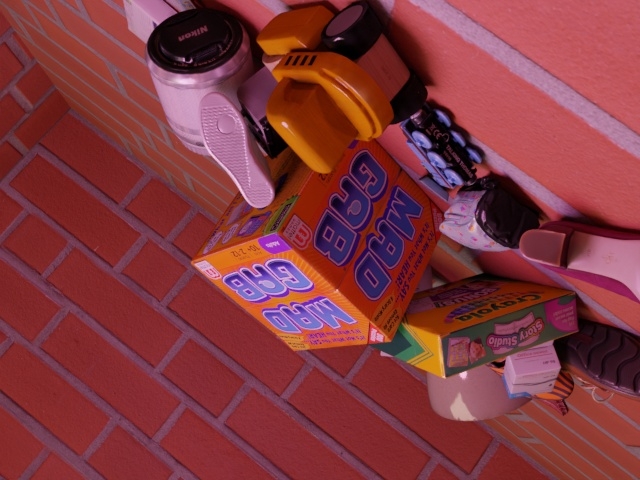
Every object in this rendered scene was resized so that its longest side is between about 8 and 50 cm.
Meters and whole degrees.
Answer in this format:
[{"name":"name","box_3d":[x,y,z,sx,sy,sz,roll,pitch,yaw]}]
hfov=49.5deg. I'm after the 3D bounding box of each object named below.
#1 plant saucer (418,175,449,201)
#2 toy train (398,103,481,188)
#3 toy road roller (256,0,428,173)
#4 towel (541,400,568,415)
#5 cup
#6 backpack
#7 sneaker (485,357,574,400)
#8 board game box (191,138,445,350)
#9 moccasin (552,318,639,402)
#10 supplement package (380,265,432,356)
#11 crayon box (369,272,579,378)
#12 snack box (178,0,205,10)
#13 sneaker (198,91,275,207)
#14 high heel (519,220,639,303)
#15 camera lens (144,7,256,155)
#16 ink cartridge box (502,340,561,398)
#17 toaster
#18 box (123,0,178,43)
[{"name":"plant saucer","box_3d":[0.233,-0.109,1.421,0.067,0.018,0.192,38,-170,2]},{"name":"toy train","box_3d":[0.214,-0.171,1.268,0.184,0.080,0.105,44,172,-25]},{"name":"toy road roller","box_3d":[-0.006,-0.255,1.201,0.202,0.240,0.330,47,165,-33]},{"name":"towel","box_3d":[0.709,0.482,2.310,0.199,0.031,0.275,28,164,43]},{"name":"cup","box_3d":[0.433,0.314,1.952,0.331,0.331,0.236,9,121,66]},{"name":"backpack","box_3d":[0.315,-0.044,1.348,0.152,0.115,0.182,40,170,-19]},{"name":"sneaker","box_3d":[0.481,0.305,1.718,0.321,0.124,0.180,26,176,11]},{"name":"board game box","box_3d":[0.000,0.000,1.602,0.356,0.356,0.356,44,147,-23]},{"name":"moccasin","box_3d":[0.617,0.272,1.563,0.147,0.139,0.380,43,167,-25]},{"name":"supplement package","box_3d":[0.245,0.196,1.974,0.134,0.244,0.139,6,137,-1]},{"name":"crayon box","box_3d":[0.332,0.178,1.570,0.313,0.363,0.106,9,111,64]},{"name":"snack box","box_3d":[-0.254,-0.486,1.580,0.064,0.022,0.178,27,164,46]},{"name":"sneaker","box_3d":[-0.180,-0.199,1.457,0.151,0.094,0.255,-111,-5,-67]},{"name":"high heel","box_3d":[0.535,0.041,1.161,0.377,0.127,0.181,23,-166,32]},{"name":"camera lens","box_3d":[-0.249,-0.347,1.523,0.219,0.219,0.274,33,155,23]},{"name":"ink cartridge box","box_3d":[0.478,0.292,1.572,0.180,0.104,0.060,76,-176,-55]},{"name":"toaster","box_3d":[-0.079,-0.288,1.467,0.110,0.186,0.168,46,171,16]},{"name":"box","box_3d":[-0.355,-0.494,1.760,0.322,0.058,0.232,41,169,-5]}]
